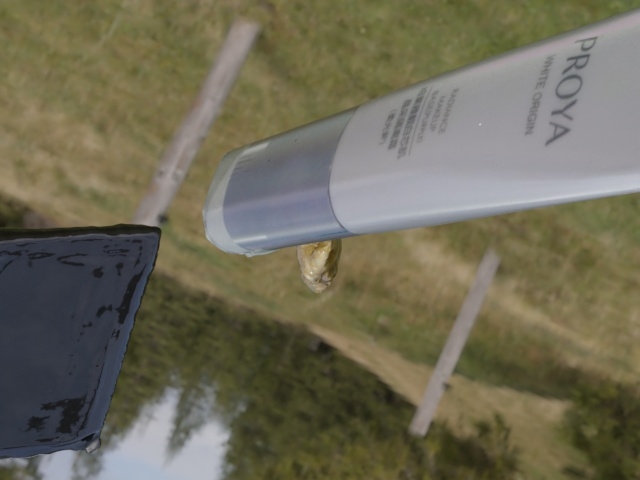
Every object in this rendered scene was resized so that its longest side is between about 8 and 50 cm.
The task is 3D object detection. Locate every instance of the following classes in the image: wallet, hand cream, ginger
[{"bbox_3d":[-0.286,0.080,0.898,0.323,0.247,0.041,1,-136,-25],"label":"wallet"},{"bbox_3d":[0.045,-0.033,0.501,0.048,0.079,0.255,30,154,-31],"label":"hand cream"},{"bbox_3d":[0.000,0.000,1.382,0.053,0.193,0.176,16,-150,5],"label":"ginger"}]
